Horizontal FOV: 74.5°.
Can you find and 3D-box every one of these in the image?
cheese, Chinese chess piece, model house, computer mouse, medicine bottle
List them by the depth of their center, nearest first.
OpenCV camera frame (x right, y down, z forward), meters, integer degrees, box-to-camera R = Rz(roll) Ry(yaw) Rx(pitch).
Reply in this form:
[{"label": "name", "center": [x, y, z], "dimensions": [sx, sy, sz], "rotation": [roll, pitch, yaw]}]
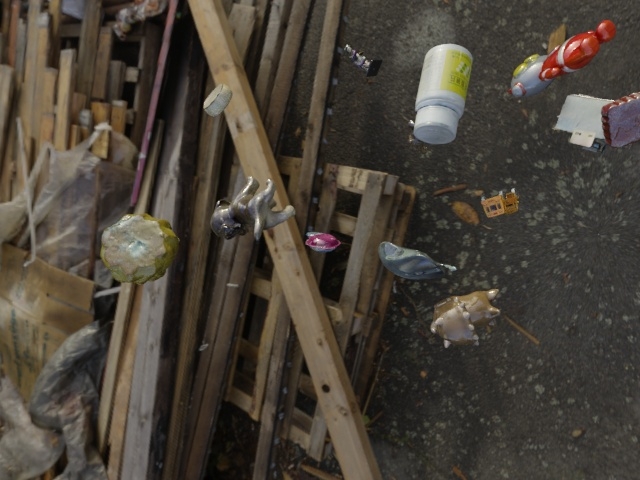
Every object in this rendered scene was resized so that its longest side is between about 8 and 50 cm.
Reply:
[{"label": "cheese", "center": [0.000, 0.000, 1.138], "dimensions": [0.145, 0.095, 0.038], "rotation": [-136, 46, -65]}, {"label": "medicine bottle", "center": [0.358, -0.429, 1.246], "dimensions": [0.143, 0.143, 0.258], "rotation": [8, 80, 33]}, {"label": "model house", "center": [0.963, -0.381, 1.407], "dimensions": [0.271, 0.206, 0.178], "rotation": [40, 123, 55]}, {"label": "computer mouse", "center": [0.334, 0.091, 1.511], "dimensions": [0.379, 0.167, 0.090], "rotation": [9, 68, 60]}, {"label": "Chinese chess piece", "center": [-0.371, -0.508, 1.525], "dimensions": [0.122, 0.051, 0.122], "rotation": [-32, 39, 31]}]

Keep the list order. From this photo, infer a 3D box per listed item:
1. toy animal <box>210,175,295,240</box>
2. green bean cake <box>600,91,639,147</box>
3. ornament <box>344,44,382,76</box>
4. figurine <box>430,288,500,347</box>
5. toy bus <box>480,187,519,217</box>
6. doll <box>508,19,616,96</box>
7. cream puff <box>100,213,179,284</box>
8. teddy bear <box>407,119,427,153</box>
[{"label": "toy animal", "center": [-0.178, -0.072, 1.085], "dimensions": [0.233, 0.121, 0.169], "rotation": [5, 50, 49]}, {"label": "green bean cake", "center": [0.891, -0.349, 1.214], "dimensions": [0.135, 0.056, 0.136], "rotation": [-17, 114, 16]}, {"label": "ornament", "center": [0.178, -0.842, 1.954], "dimensions": [0.203, 0.081, 0.088], "rotation": [41, 132, 17]}, {"label": "figurine", "center": [0.508, 0.274, 1.454], "dimensions": [0.247, 0.173, 0.177], "rotation": [-2, 102, 5]}, {"label": "toy bus", "center": [0.567, -0.115, 1.313], "dimensions": [0.069, 0.162, 0.074], "rotation": [-21, 84, 43]}, {"label": "doll", "center": [0.478, -0.361, 0.875], "dimensions": [0.142, 0.245, 0.076], "rotation": [-41, 99, -12]}, {"label": "cream puff", "center": [-0.341, 0.024, 0.805], "dimensions": [0.146, 0.116, 0.146], "rotation": [2, 68, -6]}, {"label": "teddy bear", "center": [0.376, -0.401, 1.622], "dimensions": [0.119, 0.078, 0.160], "rotation": [46, 155, 21]}]
